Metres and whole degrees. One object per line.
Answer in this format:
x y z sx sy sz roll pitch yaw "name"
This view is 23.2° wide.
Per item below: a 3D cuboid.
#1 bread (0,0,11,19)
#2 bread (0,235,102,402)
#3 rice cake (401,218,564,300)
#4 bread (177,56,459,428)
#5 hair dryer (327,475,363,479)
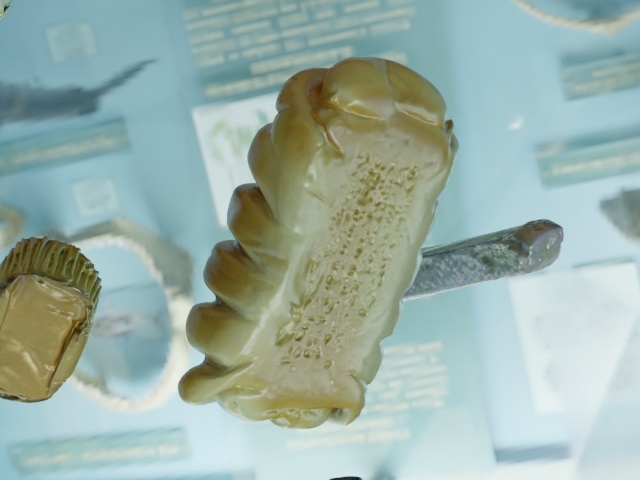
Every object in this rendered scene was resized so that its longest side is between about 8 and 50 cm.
-0.427 -0.354 1.605 0.248 0.279 0.315 1 -163 -6 "bread"
-0.338 0.091 1.858 0.132 0.190 0.114 23 -149 -12 "bread"
0.149 0.029 1.792 0.073 0.056 0.365 -25 -176 -30 "rice cake"
0.000 0.000 1.255 0.173 0.311 0.121 16 -169 -30 "bread"
0.032 0.343 1.566 0.067 0.167 0.199 -2 149 5 "hair dryer"
